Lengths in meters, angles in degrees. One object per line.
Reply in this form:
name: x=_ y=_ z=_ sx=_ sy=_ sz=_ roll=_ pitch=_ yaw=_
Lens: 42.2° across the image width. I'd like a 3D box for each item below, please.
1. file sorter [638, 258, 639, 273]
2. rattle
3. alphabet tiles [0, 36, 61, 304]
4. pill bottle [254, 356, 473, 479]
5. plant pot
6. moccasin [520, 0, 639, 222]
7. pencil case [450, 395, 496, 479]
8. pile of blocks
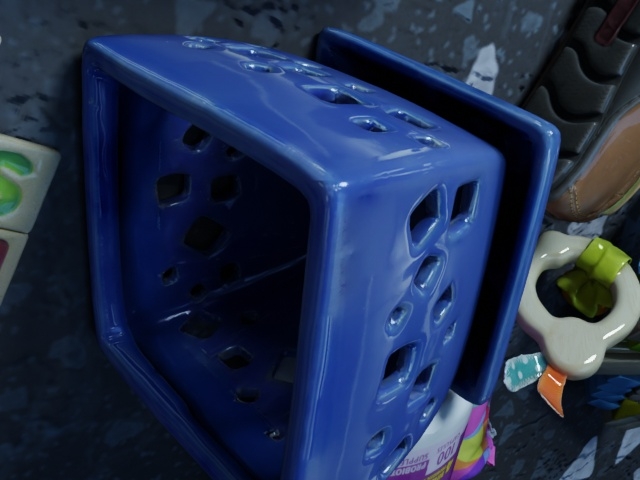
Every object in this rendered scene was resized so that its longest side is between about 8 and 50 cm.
file sorter: x=0.379 y=-0.054 z=0.799 sx=0.170 sy=0.118 sz=0.105 roll=-57 pitch=141 yaw=-42
rattle: x=0.231 y=0.100 z=0.820 sx=0.143 sy=0.130 sz=0.200 roll=114 pitch=-5 yaw=-61
alphabet tiles: x=-0.311 y=0.019 z=0.442 sx=0.285 sy=0.011 sz=0.343 roll=14 pitch=109 yaw=-43
pill bottle: x=0.021 y=0.201 z=0.701 sx=0.169 sy=0.169 sz=0.302 roll=-15 pitch=131 yaw=-29
plant pot: x=0.000 y=0.000 z=0.520 sx=0.212 sy=0.236 sz=0.236 roll=-19 pitch=129 yaw=-36
moccasin: x=0.306 y=-0.175 z=0.693 sx=0.147 sy=0.139 sz=0.380 roll=15 pitch=109 yaw=-43
pencil case: x=0.121 y=0.124 z=0.782 sx=0.104 sy=0.104 sz=0.236 roll=-24 pitch=131 yaw=-23
pile of blocks: x=0.367 y=0.108 z=0.953 sx=0.148 sy=0.113 sz=0.362 roll=1 pitch=149 yaw=2
